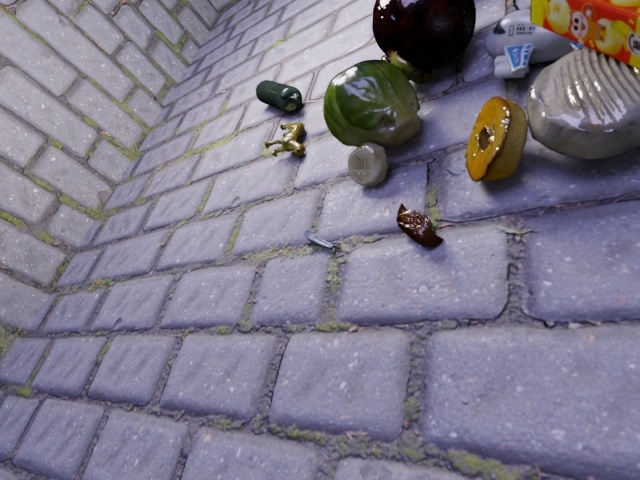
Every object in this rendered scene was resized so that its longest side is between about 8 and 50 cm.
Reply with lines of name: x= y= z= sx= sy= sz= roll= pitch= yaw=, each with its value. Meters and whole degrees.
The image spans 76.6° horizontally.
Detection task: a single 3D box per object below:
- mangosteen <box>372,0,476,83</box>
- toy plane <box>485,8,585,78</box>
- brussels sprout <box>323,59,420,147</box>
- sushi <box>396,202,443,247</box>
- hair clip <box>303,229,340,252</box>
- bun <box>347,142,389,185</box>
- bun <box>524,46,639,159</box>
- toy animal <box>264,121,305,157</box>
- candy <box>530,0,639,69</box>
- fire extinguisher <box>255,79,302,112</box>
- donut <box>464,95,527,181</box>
mangosteen: x=0.272 y=-0.580 z=1.102 sx=0.288 sy=0.288 sz=0.288 roll=-23 pitch=45 yaw=25
toy plane: x=0.502 y=-0.470 z=0.920 sx=0.267 sy=0.122 sz=0.266 roll=-25 pitch=42 yaw=25
brussels sprout: x=0.141 y=-0.347 z=1.064 sx=0.219 sy=0.210 sz=0.271 roll=-32 pitch=59 yaw=-20
sushi: x=0.204 y=-0.033 z=0.861 sx=0.055 sy=0.052 sz=0.120 roll=-45 pitch=40 yaw=1
hair clip: x=-0.001 y=0.001 z=1.021 sx=0.115 sy=0.039 sz=0.030 roll=20 pitch=77 yaw=45
bun: x=0.126 y=-0.195 z=1.038 sx=0.069 sy=0.115 sz=0.115 roll=-17 pitch=25 yaw=-41
bun: x=0.487 y=-0.235 z=0.720 sx=0.239 sy=0.141 sz=0.239 roll=-14 pitch=50 yaw=17
toy animal: x=-0.092 y=-0.352 z=1.377 sx=0.136 sy=0.073 sz=0.181 roll=-1 pitch=45 yaw=31
candy: x=0.506 y=-0.400 z=0.687 sx=0.146 sy=0.088 sz=0.276 roll=-31 pitch=48 yaw=1
fire extinguisher: x=-0.153 y=-0.551 z=1.552 sx=0.311 sy=0.115 sz=0.095 roll=38 pitch=115 yaw=48
donut: x=0.352 y=-0.198 z=0.809 sx=0.066 sy=0.162 sz=0.178 roll=12 pitch=49 yaw=-1
